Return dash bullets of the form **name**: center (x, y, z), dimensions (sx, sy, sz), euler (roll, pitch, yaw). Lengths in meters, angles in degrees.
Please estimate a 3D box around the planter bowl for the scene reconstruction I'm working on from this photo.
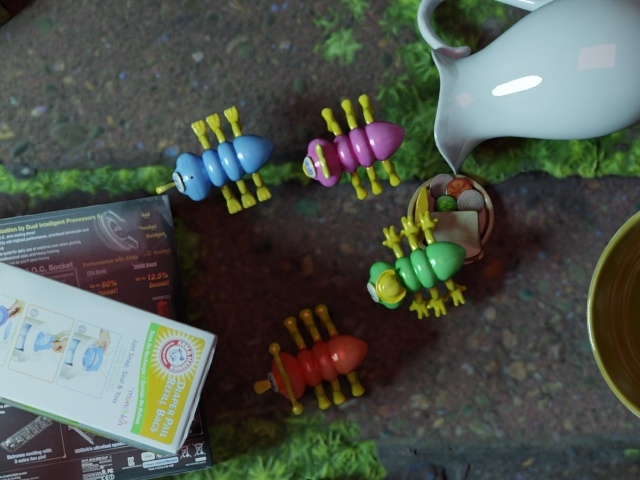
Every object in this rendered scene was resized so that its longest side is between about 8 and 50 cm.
- **planter bowl**: center (0.340, 0.061, 1.652), dimensions (0.217, 0.090, 0.217), euler (0, 92, 12)

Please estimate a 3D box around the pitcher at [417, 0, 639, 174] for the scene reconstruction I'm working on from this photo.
- **pitcher**: center (0.192, -0.166, 1.676), dimensions (0.207, 0.125, 0.178), euler (-16, 72, 12)

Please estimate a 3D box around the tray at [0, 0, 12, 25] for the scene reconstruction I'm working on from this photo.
- **tray**: center (-0.502, -0.162, 1.716), dimensions (0.411, 0.076, 0.203), euler (-36, 85, -2)

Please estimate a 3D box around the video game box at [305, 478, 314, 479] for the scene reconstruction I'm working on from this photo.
- **video game box**: center (0.054, 0.327, 1.670), dimensions (0.205, 0.048, 0.187), euler (19, 85, 3)

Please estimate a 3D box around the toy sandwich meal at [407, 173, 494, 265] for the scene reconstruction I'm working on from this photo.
- **toy sandwich meal**: center (0.115, -0.019, 1.704), dimensions (0.085, 0.029, 0.086), euler (0, 86, 2)

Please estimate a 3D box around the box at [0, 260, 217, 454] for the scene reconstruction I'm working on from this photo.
- **box**: center (-0.199, 0.097, 1.571), dimensions (0.203, 0.114, 0.103), euler (19, 80, -6)

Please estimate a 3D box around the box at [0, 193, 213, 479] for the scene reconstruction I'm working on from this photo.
- **box**: center (-0.263, 0.103, 1.660), dimensions (0.307, 0.076, 0.242), euler (-10, 85, -8)

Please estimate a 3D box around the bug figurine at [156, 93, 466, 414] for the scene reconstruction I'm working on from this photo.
- **bug figurine**: center (0.000, 0.000, 1.650), dimensions (0.216, 0.072, 0.279), euler (-26, 92, 0)
